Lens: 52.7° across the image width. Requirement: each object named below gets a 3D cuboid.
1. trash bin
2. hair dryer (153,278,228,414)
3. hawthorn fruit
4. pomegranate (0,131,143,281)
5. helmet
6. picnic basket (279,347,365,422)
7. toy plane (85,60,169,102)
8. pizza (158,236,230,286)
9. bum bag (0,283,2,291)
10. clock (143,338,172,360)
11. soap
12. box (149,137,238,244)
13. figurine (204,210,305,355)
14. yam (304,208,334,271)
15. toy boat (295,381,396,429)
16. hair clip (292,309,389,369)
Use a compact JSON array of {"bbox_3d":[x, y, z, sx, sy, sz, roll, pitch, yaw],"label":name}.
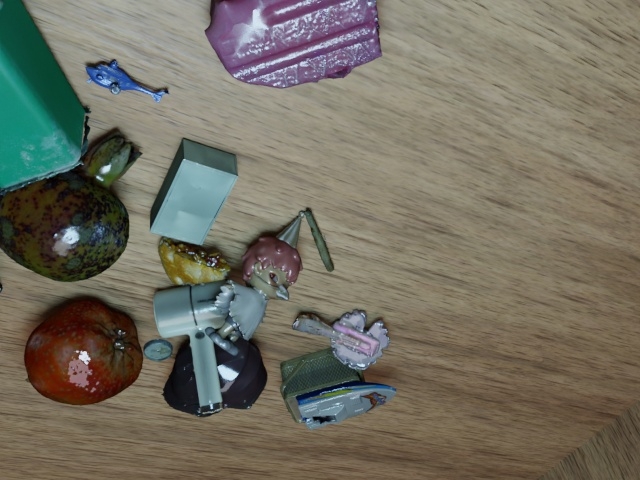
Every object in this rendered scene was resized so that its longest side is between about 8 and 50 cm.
[{"bbox_3d":[-0.592,-0.282,1.139,0.259,0.295,0.381,-19,139,6],"label":"trash bin"},{"bbox_3d":[-0.308,0.292,1.684,0.203,0.362,0.128,-10,167,-4],"label":"hair dryer"},{"bbox_3d":[-0.640,0.310,1.679,0.330,0.287,0.287,-23,133,18],"label":"hawthorn fruit"},{"bbox_3d":[-0.514,-0.084,1.370,0.285,0.285,0.341,36,87,-35],"label":"pomegranate"},{"bbox_3d":[-0.303,0.354,1.813,0.305,0.225,0.177,-5,127,-8],"label":"helmet"},{"bbox_3d":[0.008,0.450,2.023,0.266,0.139,0.165,-17,133,3],"label":"picnic basket"},{"bbox_3d":[-0.389,-0.318,1.303,0.167,0.054,0.062,18,100,-26],"label":"toy plane"},{"bbox_3d":[-0.310,0.052,1.617,0.193,0.069,0.154,9,134,13],"label":"pizza"},{"bbox_3d":[-0.816,0.034,1.513,0.142,0.080,0.326,14,131,-14],"label":"bum bag"},{"bbox_3d":[-0.474,0.320,1.884,0.085,0.017,0.085,-6,133,-6],"label":"clock"},{"bbox_3d":[-0.051,-0.409,1.236,0.324,0.127,0.220,-15,132,3],"label":"soap"},{"bbox_3d":[-0.294,-0.107,1.487,0.129,0.086,0.225,16,127,-26],"label":"box"},{"bbox_3d":[-0.135,0.103,1.610,0.387,0.166,0.207,-53,145,-12],"label":"figurine"},{"bbox_3d":[-0.001,0.001,1.688,0.029,0.027,0.234,-16,135,5],"label":"yam"},{"bbox_3d":[0.082,0.479,1.908,0.295,0.088,0.129,-15,133,2],"label":"toy boat"},{"bbox_3d":[0.053,0.272,1.899,0.300,0.069,0.173,23,102,-18],"label":"hair clip"}]
